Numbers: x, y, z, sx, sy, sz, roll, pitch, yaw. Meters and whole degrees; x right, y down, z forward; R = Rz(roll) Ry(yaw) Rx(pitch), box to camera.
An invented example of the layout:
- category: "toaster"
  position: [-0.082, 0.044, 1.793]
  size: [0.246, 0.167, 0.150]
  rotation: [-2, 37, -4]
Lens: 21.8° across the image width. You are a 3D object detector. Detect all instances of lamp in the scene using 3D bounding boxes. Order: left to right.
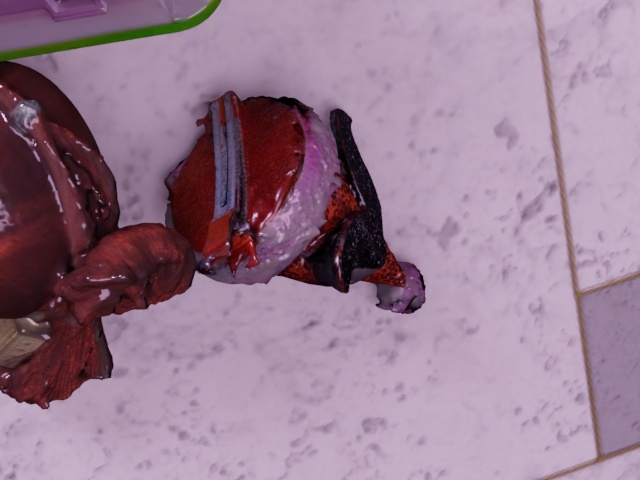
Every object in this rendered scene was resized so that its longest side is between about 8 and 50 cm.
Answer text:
- category: "lamp"
  position: [-0.200, -0.007, 0.995]
  size: [0.151, 0.215, 0.223]
  rotation: [-30, 86, -37]

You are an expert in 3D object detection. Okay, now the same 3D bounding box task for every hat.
- category: "hat"
  position: [0.003, 0.000, 1.097]
  size: [0.129, 0.140, 0.227]
  rotation: [-45, 132, 14]

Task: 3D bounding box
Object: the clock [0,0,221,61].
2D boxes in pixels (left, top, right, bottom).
- category: "clock"
  position: [-0.196, -0.216, 0.794]
  size: [0.235, 0.309, 0.166]
  rotation: [-8, 71, 10]
